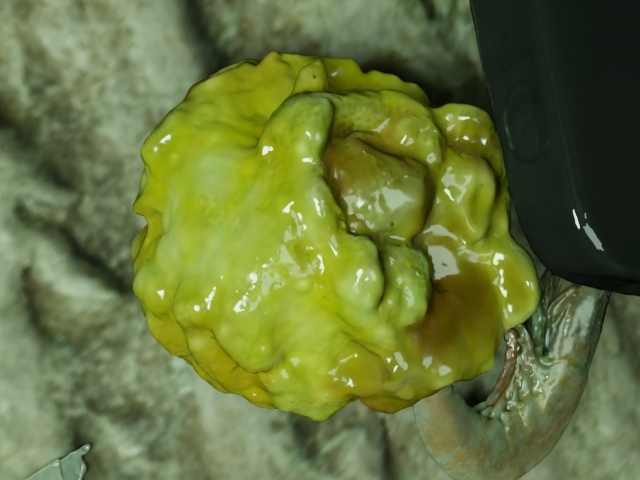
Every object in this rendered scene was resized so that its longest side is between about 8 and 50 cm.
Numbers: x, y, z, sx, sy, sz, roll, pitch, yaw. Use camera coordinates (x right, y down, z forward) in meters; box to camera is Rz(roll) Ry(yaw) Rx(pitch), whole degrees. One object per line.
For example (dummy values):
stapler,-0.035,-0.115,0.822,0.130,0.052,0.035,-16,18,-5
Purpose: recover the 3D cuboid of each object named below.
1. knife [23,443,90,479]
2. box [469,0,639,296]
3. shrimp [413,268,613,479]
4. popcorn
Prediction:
knife,-0.220,0.192,0.748,0.298,0.017,0.047,-36,112,-24
box,0.179,-0.105,0.857,0.289,0.073,0.290,8,67,-46
shrimp,0.116,0.037,0.940,0.152,0.046,0.219,31,82,-39
popcorn,0.002,-0.002,0.786,0.197,0.155,0.198,-3,96,-23
